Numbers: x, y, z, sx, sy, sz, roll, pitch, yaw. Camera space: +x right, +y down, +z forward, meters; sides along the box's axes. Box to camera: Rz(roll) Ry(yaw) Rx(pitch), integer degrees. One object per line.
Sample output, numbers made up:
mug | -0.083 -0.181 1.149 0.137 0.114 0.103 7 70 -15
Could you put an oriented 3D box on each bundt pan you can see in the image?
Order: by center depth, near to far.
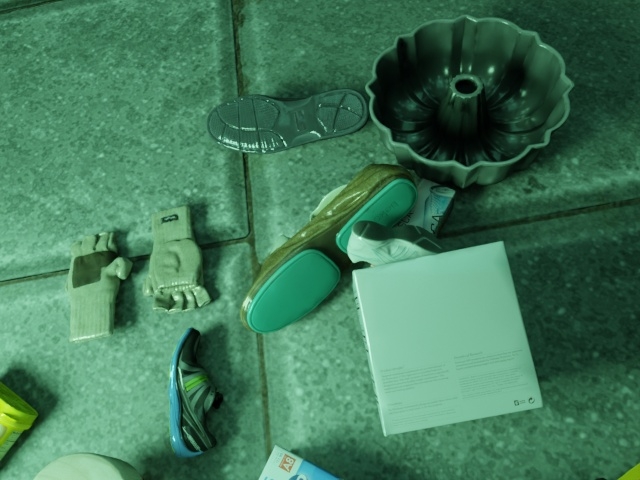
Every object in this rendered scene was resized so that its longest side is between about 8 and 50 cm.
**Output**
bundt pan | 0.246 -0.227 0.923 0.330 0.124 0.331 -4 63 7

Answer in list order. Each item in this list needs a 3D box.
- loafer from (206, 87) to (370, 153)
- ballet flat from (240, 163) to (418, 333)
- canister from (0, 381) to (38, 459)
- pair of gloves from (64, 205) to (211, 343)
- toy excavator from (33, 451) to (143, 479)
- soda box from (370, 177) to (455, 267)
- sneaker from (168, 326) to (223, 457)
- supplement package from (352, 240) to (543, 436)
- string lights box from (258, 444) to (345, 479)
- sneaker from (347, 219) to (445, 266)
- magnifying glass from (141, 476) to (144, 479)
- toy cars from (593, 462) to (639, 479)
loafer | -0.056 -0.216 0.996 0.302 0.095 0.109 -4 93 11
ballet flat | 0.000 0.000 0.845 0.342 0.116 0.124 -45 37 2
canister | -0.529 0.302 0.797 0.126 0.073 0.170 27 71 20
pair of gloves | -0.314 0.056 0.908 0.240 0.042 0.204 -19 59 -4
toy excavator | -0.405 0.512 0.602 0.445 0.222 0.433 -14 64 -7
soda box | 0.150 -0.008 0.862 0.063 0.058 0.183 25 70 20
sneaker | -0.186 0.223 0.799 0.078 0.067 0.188 -1 59 -16
supplement package | 0.154 0.125 0.712 0.194 0.149 0.203 -11 82 2
string lights box | 0.031 0.381 0.670 0.259 0.077 0.133 21 69 18
sneaker | 0.111 0.010 0.796 0.152 0.061 0.054 8 41 -14
magnifying glass | -0.338 0.418 0.738 0.231 0.026 0.092 -42 65 -11
toy cars | 0.375 0.406 0.598 0.176 0.087 0.394 -4 58 46
